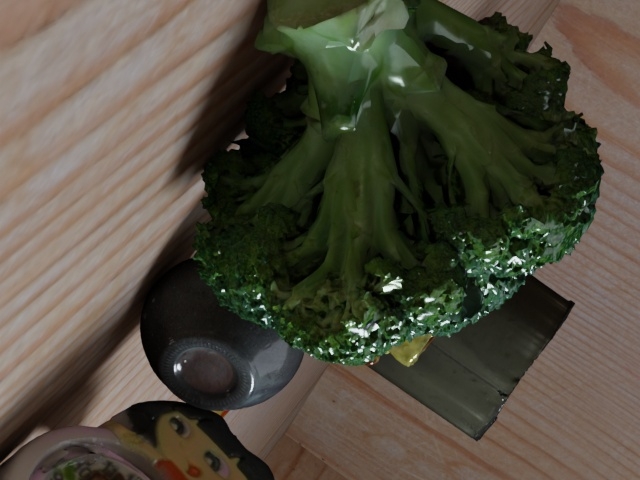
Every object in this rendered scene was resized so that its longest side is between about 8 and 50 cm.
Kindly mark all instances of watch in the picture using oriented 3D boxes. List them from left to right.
[{"bbox_3d":[-0.162,0.243,0.895,0.231,0.196,0.244,-53,-178,33],"label":"watch"}]

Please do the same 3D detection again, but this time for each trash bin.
[{"bbox_3d":[0.116,0.071,1.479,0.203,0.302,0.252,-57,174,15],"label":"trash bin"}]

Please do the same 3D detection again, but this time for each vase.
[{"bbox_3d":[-0.060,0.041,0.946,0.120,0.120,0.183,-60,-174,37],"label":"vase"}]

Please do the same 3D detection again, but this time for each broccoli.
[{"bbox_3d":[0.042,-0.053,0.766,0.270,0.270,0.270,-52,143,-25],"label":"broccoli"}]

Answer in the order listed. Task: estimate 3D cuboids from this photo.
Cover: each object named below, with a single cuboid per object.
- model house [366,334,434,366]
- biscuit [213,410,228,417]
[{"bbox_3d":[0.064,-0.029,1.085,0.254,0.196,0.160,-55,173,11],"label":"model house"},{"bbox_3d":[-0.092,0.156,1.564,0.212,0.041,0.239,-60,171,23],"label":"biscuit"}]
